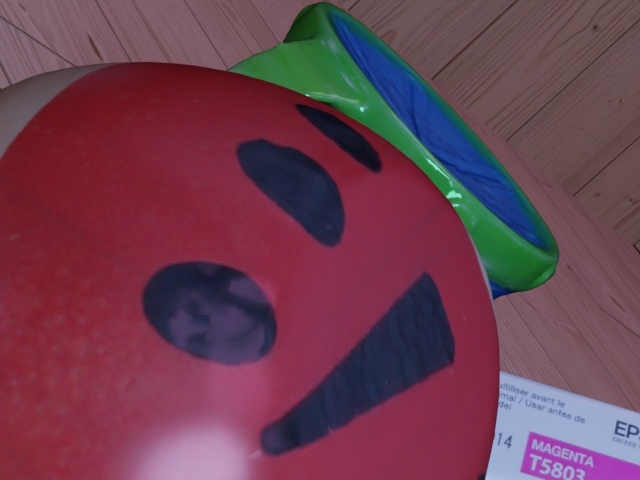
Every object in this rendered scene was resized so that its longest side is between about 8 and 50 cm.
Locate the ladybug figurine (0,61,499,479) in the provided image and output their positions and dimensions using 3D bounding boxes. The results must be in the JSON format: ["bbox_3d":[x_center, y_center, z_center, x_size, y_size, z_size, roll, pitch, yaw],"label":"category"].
[{"bbox_3d":[-0.035,0.064,0.802,0.305,0.162,0.449,70,21,-8],"label":"ladybug figurine"}]

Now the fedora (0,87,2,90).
[{"bbox_3d":[-0.205,-0.025,0.903,0.244,0.124,0.275,37,16,-39],"label":"fedora"}]

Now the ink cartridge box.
[{"bbox_3d":[0.110,0.144,1.126,0.235,0.088,0.193,18,-18,-4],"label":"ink cartridge box"}]

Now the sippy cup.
[{"bbox_3d":[0.000,0.000,1.272,0.305,0.224,0.240,44,12,-18],"label":"sippy cup"}]
